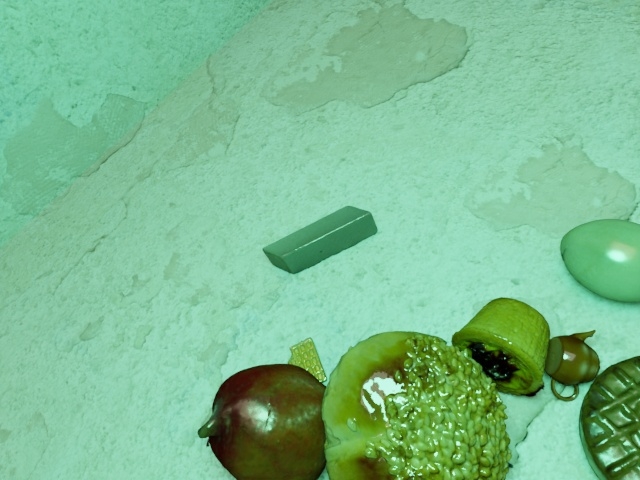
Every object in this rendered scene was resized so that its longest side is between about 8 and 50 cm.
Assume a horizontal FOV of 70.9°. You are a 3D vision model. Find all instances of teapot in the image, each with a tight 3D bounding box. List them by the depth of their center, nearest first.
[{"bbox_3d":[0.571,0.277,1.010,0.116,0.116,0.173,15,90,28],"label":"teapot"}]

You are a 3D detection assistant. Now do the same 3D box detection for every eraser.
[{"bbox_3d":[0.000,-0.001,1.402,0.352,0.111,0.077,-26,50,2],"label":"eraser"}]

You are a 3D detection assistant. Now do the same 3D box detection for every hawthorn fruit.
[{"bbox_3d":[-0.108,0.418,1.036,0.295,0.311,0.295,-28,26,15],"label":"hawthorn fruit"}]

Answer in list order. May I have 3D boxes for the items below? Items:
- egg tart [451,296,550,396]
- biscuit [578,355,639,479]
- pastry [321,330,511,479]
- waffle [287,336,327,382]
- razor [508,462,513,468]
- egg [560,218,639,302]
[{"bbox_3d":[0.424,0.238,1.031,0.215,0.215,0.171,26,58,32],"label":"egg tart"},{"bbox_3d":[0.693,0.386,0.884,0.331,0.103,0.332,-11,54,15],"label":"biscuit"},{"bbox_3d":[0.195,0.381,0.912,0.409,0.245,0.410,5,70,-15],"label":"pastry"},{"bbox_3d":[-0.042,0.342,1.238,0.092,0.021,0.135,-28,52,1],"label":"waffle"},{"bbox_3d":[0.345,0.550,0.946,0.190,0.033,0.066,-53,11,-15],"label":"razor"},{"bbox_3d":[0.700,0.046,1.060,0.253,0.187,0.186,30,71,33],"label":"egg"}]
